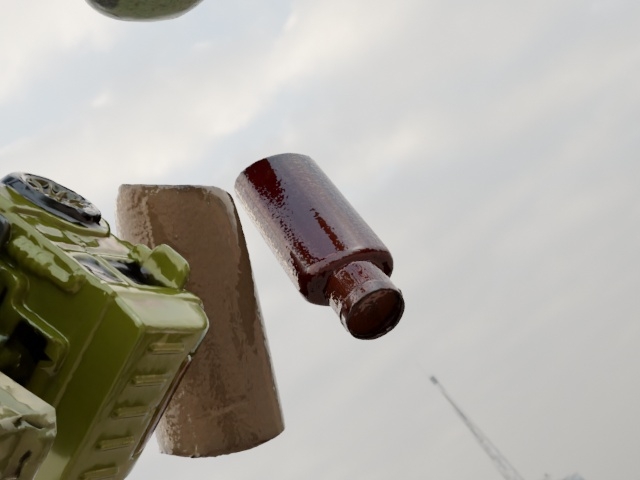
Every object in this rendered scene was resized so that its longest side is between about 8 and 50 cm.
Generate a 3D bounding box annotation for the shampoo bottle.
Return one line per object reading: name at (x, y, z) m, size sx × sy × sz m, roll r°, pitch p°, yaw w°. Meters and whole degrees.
shampoo bottle at (0.000, 0.000, 0.919) m, size 0.102 × 0.260 × 0.064 m, roll -14°, pitch -53°, yaw -18°

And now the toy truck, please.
toy truck at (-0.229, 0.058, 0.521) m, size 0.180 × 0.254 × 0.405 m, roll -59°, pitch -22°, yaw 7°

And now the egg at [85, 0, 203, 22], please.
egg at (-0.198, -0.325, 1.069) m, size 0.182 × 0.141 × 0.141 m, roll -34°, pitch -27°, yaw -19°

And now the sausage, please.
sausage at (-0.115, 0.066, 0.854) m, size 0.123 × 0.252 × 0.123 m, roll -11°, pitch 2°, yaw 0°
